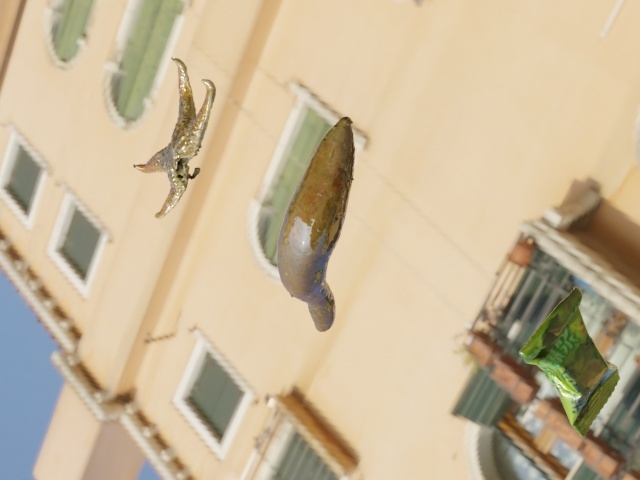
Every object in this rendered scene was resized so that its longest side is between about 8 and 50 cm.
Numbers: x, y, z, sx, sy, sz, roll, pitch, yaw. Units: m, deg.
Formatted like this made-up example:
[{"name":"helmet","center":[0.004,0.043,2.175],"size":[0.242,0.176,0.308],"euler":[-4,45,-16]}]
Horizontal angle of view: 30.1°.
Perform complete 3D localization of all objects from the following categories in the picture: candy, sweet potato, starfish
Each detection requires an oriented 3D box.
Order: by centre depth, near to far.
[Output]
[{"name":"sweet potato","center":[-0.006,0.005,1.575],"size":[0.108,0.346,0.079],"euler":[-25,-133,-35]},{"name":"starfish","center":[-0.194,-0.148,1.653],"size":[0.050,0.247,0.138],"euler":[4,-138,-31]},{"name":"candy","center":[0.409,0.201,1.938],"size":[0.069,0.149,0.246],"euler":[14,147,54]}]
